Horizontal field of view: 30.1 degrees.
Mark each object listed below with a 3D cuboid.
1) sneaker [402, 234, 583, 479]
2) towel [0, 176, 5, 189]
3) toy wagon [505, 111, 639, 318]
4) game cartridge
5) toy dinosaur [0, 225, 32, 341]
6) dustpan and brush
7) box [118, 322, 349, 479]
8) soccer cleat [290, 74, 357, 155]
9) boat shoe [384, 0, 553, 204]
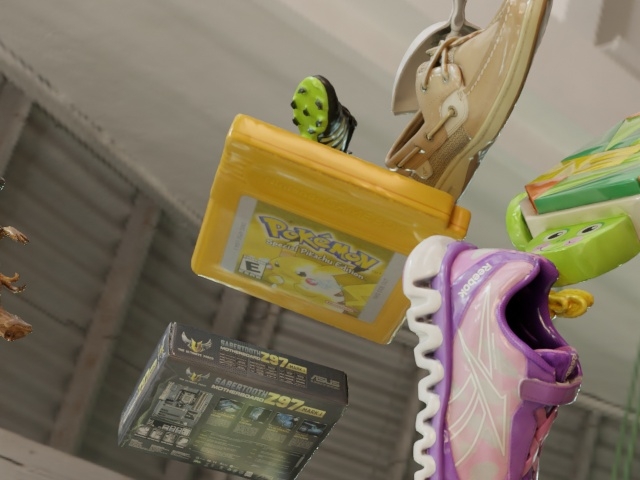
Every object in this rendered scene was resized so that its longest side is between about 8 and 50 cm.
[{"bbox_3d":[0.122,0.108,0.784,0.095,0.104,0.236,4,-100,-56],"label":"sneaker"},{"bbox_3d":[-0.542,-0.017,1.214,0.271,0.370,0.040,25,-139,-41],"label":"towel"},{"bbox_3d":[0.262,-0.044,0.908,0.344,0.267,0.068,-31,-80,-36],"label":"toy wagon"},{"bbox_3d":[0.000,0.000,1.416,0.285,0.323,0.052,21,-119,-2],"label":"game cartridge"},{"bbox_3d":[-0.380,0.018,1.271,0.112,0.211,0.064,-49,-21,6],"label":"toy dinosaur"},{"bbox_3d":[0.165,-0.251,1.495,0.147,0.060,0.211,-7,-62,-11],"label":"dustpan and brush"},{"bbox_3d":[-0.107,0.204,1.443,0.233,0.183,0.059,17,-140,-18],"label":"box"},{"bbox_3d":[0.008,-0.139,1.366,0.072,0.179,0.060,-40,-113,-20],"label":"soccer cleat"},{"bbox_3d":[0.154,-0.161,1.305,0.110,0.341,0.121,26,-128,2],"label":"boat shoe"}]
